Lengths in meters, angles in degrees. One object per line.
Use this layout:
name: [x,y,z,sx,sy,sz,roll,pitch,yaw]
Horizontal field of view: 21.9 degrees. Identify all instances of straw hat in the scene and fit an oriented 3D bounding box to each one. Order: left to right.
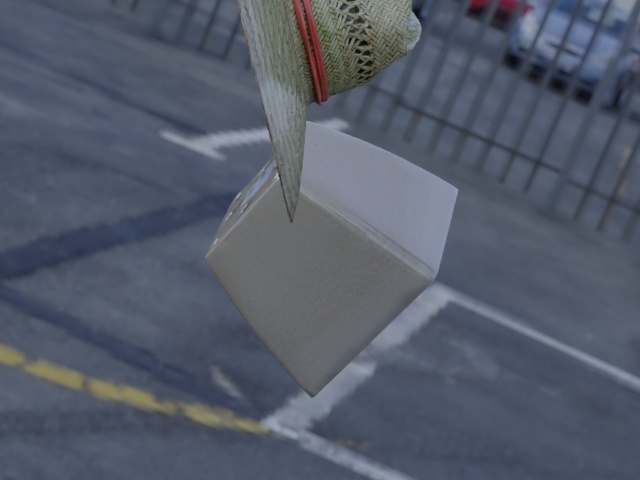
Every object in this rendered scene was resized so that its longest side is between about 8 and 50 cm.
straw hat: [0.002,-0.082,0.565,0.061,0.144,0.144,-13,14,-2]

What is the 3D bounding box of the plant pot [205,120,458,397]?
plant pot: [0.000,0.000,0.918,0.096,0.109,0.109,38,29,-9]
